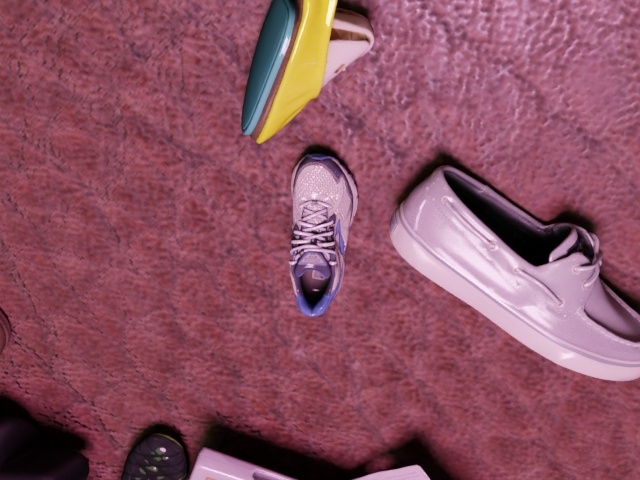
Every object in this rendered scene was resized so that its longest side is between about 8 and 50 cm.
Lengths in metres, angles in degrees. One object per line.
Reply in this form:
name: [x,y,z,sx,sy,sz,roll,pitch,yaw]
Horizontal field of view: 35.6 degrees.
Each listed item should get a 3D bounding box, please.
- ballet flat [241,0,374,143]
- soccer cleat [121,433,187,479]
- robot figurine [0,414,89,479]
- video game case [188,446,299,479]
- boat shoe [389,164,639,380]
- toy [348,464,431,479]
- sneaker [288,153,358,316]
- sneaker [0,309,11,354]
ballet flat: [0.004,-0.161,0.649,0.077,0.077,0.231,6,123,-13]
soccer cleat: [-0.171,0.255,0.941,0.060,0.072,0.179,23,123,-5]
robot figurine: [-0.354,0.243,0.911,0.278,0.209,0.173,-2,144,10]
video game case: [-0.043,0.282,0.936,0.193,0.023,0.212,20,138,-3]
boat shoe: [0.162,0.023,0.730,0.227,0.079,0.081,30,127,-6]
toy: [0.127,0.289,0.909,0.237,0.056,0.137,53,139,-6]
sneaker: [0.000,0.000,0.757,0.052,0.058,0.135,3,122,8]
sneaker: [-0.345,0.042,0.837,0.066,0.071,0.188,-37,110,28]
